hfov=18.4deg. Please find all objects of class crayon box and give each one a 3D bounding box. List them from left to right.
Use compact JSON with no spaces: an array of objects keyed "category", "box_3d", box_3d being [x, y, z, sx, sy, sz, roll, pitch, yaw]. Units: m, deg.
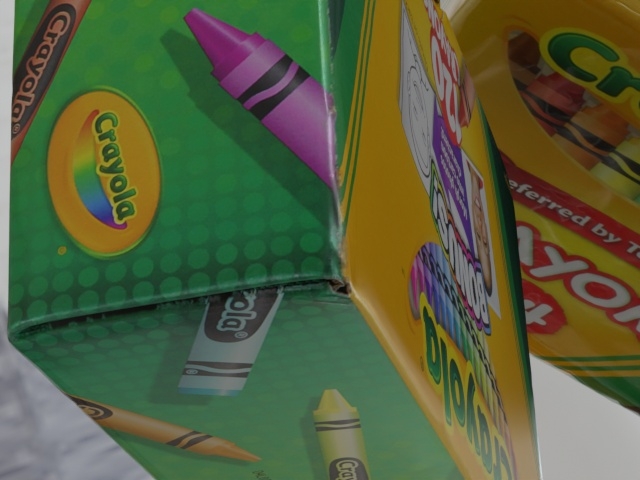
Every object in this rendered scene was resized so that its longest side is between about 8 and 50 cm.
[{"category":"crayon box","box_3d":[0.000,0.000,0.569,0.278,0.081,0.165,58,26,-60]},{"category":"crayon box","box_3d":[0.130,-0.042,0.765,0.202,0.081,0.318,29,-26,-5]}]
